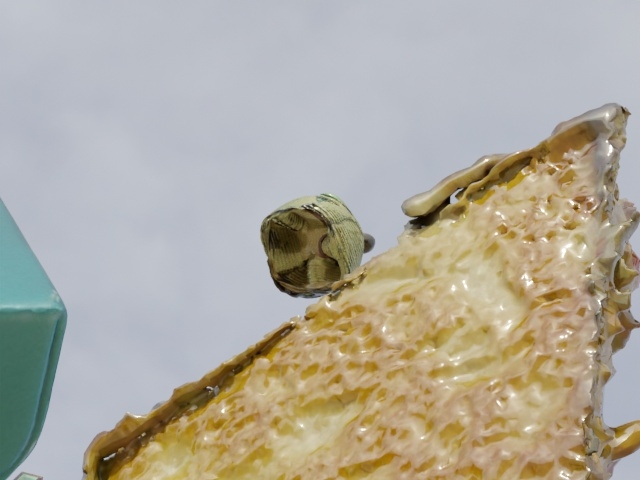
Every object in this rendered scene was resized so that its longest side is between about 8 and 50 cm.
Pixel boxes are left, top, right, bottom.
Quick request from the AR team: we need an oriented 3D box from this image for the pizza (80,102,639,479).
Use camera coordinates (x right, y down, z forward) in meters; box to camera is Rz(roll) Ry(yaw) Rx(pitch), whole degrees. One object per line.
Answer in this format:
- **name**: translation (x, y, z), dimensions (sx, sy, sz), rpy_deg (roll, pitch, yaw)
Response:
- **pizza**: translation (0.018, 0.079, 0.773), dimensions (0.251, 0.288, 0.074), rpy_deg (-4, -39, 24)

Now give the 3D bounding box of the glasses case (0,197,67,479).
- **glasses case**: translation (-0.178, -0.033, 0.544), dimensions (0.117, 0.301, 0.070), rpy_deg (1, -59, -29)

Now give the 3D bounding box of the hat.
- **hat**: translation (0.000, 0.001, 1.425), dimensions (0.077, 0.059, 0.076), rpy_deg (-6, -69, 43)

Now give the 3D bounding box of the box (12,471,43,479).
- **box**: translation (-0.268, 0.240, 1.631), dimensions (0.023, 0.082, 0.051), rpy_deg (12, -74, 10)
